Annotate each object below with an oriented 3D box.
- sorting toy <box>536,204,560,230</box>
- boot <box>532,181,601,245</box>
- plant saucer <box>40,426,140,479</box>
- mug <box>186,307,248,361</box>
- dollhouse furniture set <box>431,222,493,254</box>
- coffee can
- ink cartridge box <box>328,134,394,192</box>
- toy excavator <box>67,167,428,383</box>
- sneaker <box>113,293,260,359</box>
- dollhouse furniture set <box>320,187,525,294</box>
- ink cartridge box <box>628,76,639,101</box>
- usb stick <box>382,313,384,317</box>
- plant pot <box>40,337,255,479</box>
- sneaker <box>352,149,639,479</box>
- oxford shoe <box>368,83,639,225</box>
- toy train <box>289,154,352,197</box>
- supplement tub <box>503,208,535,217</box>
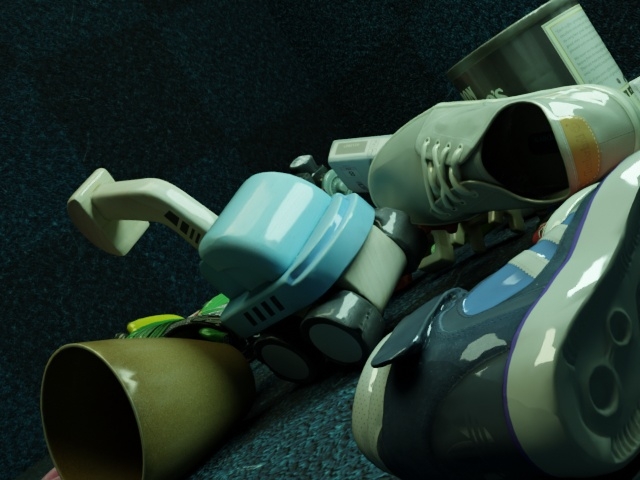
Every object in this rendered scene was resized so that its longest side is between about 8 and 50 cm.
[{"bbox_3d":[0.309,-0.014,0.982,0.102,0.061,0.042,-41,29,51],"label":"sorting toy"},{"bbox_3d":[0.265,-0.002,0.819,0.244,0.088,0.176,-24,-5,-39],"label":"boot"},{"bbox_3d":[-0.314,0.348,1.344,0.332,0.084,0.332,-32,1,1],"label":"plant saucer"},{"bbox_3d":[-0.226,0.228,1.626,0.113,0.169,0.150,-33,2,23],"label":"mug"},{"bbox_3d":[0.241,-0.062,1.634,0.197,0.151,0.301,-34,2,-35],"label":"dollhouse furniture set"},{"bbox_3d":[0.334,-0.175,1.100,0.201,0.275,0.201,-33,2,1],"label":"coffee can"},{"bbox_3d":[0.148,-0.097,1.362,0.189,0.232,0.066,-2,56,32],"label":"ink cartridge box"},{"bbox_3d":[-0.132,-0.002,1.186,0.433,0.445,0.222,-32,20,52],"label":"toy excavator"},{"bbox_3d":[-0.167,0.173,1.345,0.344,0.134,0.146,-17,13,-36],"label":"sneaker"},{"bbox_3d":[0.131,-0.032,1.351,0.201,0.152,0.374,15,-31,-36],"label":"dollhouse furniture set"},{"bbox_3d":[0.561,-0.228,1.186,0.067,0.115,0.198,-35,2,-38],"label":"ink cartridge box"},{"bbox_3d":[0.019,0.156,1.374,0.077,0.045,0.278,-27,-1,-30],"label":"usb stick"},{"bbox_3d":[-0.221,0.232,1.121,0.254,0.237,0.237,-13,-14,-48],"label":"plant pot"},{"bbox_3d":[0.152,0.049,0.571,0.323,0.130,0.236,-41,10,-35],"label":"sneaker"},{"bbox_3d":[0.194,-0.100,1.028,0.130,0.169,0.449,-26,10,-33],"label":"oxford shoe"},{"bbox_3d":[0.000,0.000,1.580,0.142,0.334,0.190,0,33,48],"label":"toy train"},{"bbox_3d":[0.400,-0.201,1.441,0.316,0.228,0.228,-34,2,-36],"label":"supplement tub"}]
